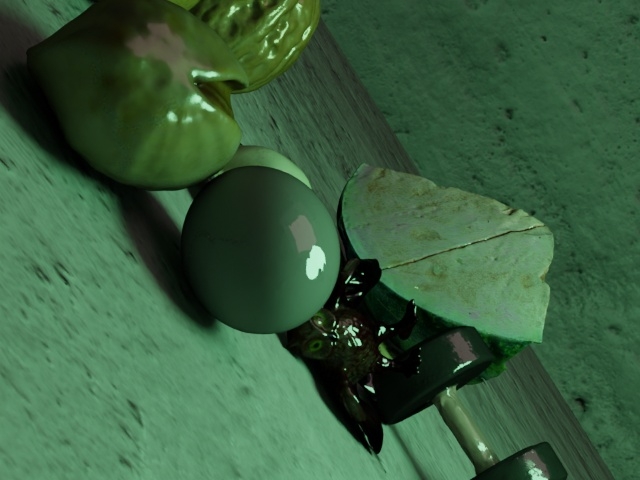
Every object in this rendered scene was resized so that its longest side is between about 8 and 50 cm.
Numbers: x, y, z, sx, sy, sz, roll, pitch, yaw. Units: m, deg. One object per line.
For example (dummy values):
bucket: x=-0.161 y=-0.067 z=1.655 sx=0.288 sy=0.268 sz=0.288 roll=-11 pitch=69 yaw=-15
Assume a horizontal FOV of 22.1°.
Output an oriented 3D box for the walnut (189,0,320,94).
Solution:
walnut: x=-0.100 y=-0.295 z=2.088 sx=0.213 sy=0.213 sz=0.213 roll=54 pitch=10 yaw=-14

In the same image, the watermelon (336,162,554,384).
watermelon: x=0.157 y=0.079 z=2.166 sx=0.292 sy=0.319 sz=0.222 roll=-64 pitch=161 yaw=-45

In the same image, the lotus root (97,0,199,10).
lotus root: x=-0.202 y=-0.332 z=1.852 sx=0.183 sy=0.183 sz=0.310 roll=52 pitch=13 yaw=-25

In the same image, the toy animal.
toy animal: x=0.022 y=0.119 z=1.776 sx=0.180 sy=0.116 sz=0.218 roll=15 pitch=65 yaw=-34

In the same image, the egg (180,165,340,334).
egg: x=-0.057 y=0.006 z=1.522 sx=0.146 sy=0.146 sz=0.198 roll=51 pitch=4 yaw=-26

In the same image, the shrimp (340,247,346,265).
shrimp: x=-0.001 y=0.001 z=2.127 sx=0.124 sy=0.034 sz=0.178 roll=-98 pitch=162 yaw=-63

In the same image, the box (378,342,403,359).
box: x=0.106 y=0.173 z=2.126 sx=0.073 sy=0.020 sz=0.149 roll=60 pitch=11 yaw=20

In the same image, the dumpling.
dumpling: x=-0.067 y=-0.047 z=1.778 sx=0.169 sy=0.100 sz=0.134 roll=56 pitch=13 yaw=3

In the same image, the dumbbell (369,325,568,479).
dumbbell: x=0.168 y=0.222 z=1.889 sx=0.218 sy=0.152 sz=0.152 roll=59 pitch=10 yaw=13

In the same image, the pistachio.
pistachio: x=-0.163 y=-0.130 z=1.472 sx=0.288 sy=0.197 sz=0.166 roll=64 pitch=36 yaw=-84

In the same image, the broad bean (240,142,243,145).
broad bean: x=-0.130 y=-0.120 z=1.877 sx=0.297 sy=0.043 sz=0.060 roll=36 pitch=32 yaw=-65
